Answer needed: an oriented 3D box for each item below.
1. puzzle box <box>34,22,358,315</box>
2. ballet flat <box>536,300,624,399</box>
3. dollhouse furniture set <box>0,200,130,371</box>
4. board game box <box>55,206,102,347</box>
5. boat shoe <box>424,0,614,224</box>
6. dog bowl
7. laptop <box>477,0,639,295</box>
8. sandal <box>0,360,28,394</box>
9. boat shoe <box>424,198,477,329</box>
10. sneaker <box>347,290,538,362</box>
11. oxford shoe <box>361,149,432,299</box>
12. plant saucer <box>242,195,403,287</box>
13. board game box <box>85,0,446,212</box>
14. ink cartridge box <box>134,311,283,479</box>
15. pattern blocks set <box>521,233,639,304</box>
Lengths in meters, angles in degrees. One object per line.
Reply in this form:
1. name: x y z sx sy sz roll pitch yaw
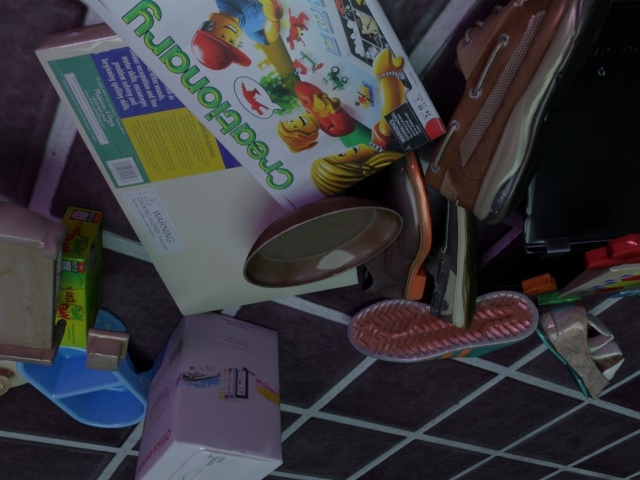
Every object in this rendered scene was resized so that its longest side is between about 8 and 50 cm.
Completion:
1. puzzle box: -0.106 -0.072 0.590 0.272 0.052 0.409 -10 133 1
2. ballet flat: 0.503 0.210 0.900 0.106 0.107 0.316 -31 130 21
3. dollhouse furniture set: -0.358 -0.037 0.499 0.356 0.174 0.303 14 130 -18
4. board game box: -0.328 0.054 0.647 0.043 0.092 0.181 9 131 -15
5. boat shoe: 0.192 -0.178 0.478 0.122 0.120 0.324 -16 129 -56
6. dog bowl: -0.386 0.224 0.810 0.166 0.074 0.297 -13 132 4
7. laptop: 0.421 -0.088 0.673 0.382 0.236 0.408 -4 161 -4
8. sandal: -0.609 0.257 0.804 0.240 0.079 0.088 -1 133 -7
9. boat shoe: 0.185 0.029 0.694 0.073 0.080 0.223 5 119 27
10. sneaker: 0.202 0.156 0.806 0.302 0.108 0.121 -7 154 14
11. oxford shoe: 0.095 -0.008 0.651 0.098 0.097 0.271 -3 133 4
12. plant saucer: 0.000 0.000 0.573 0.199 0.036 0.198 -18 158 -7
13. board game box: -0.035 -0.169 0.438 0.193 0.053 0.305 -29 130 19
14. ink cartridge box: -0.174 0.263 0.766 0.168 0.232 0.171 22 126 -25
15. pattern blocks set: 0.420 0.041 0.643 0.285 0.026 0.325 -4 161 -5
